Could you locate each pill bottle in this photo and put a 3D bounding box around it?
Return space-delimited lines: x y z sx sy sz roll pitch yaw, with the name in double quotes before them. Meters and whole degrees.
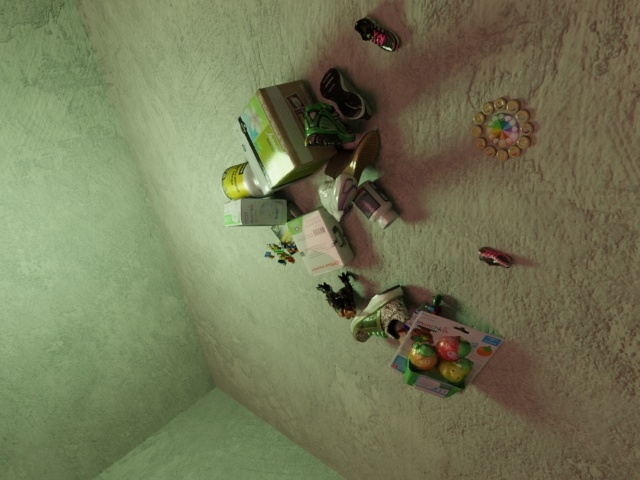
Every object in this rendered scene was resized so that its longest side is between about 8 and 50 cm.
"pill bottle" 0.210 -0.134 1.694 0.180 0.108 0.108 49 142 13
"pill bottle" -0.328 -0.289 2.126 0.333 0.187 0.188 -3 112 49

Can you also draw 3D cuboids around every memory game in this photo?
"memory game" 0.527 -0.322 1.289 0.186 0.012 0.186 27 132 34

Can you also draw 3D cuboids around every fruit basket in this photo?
"fruit basket" 0.469 0.447 1.687 0.326 0.166 0.353 20 131 0

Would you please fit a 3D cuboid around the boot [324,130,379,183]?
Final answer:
"boot" 0.109 -0.327 1.689 0.207 0.090 0.249 46 118 48

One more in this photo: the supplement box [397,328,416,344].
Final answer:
"supplement box" 0.383 0.439 1.945 0.062 0.036 0.099 -24 96 52

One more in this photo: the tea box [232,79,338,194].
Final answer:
"tea box" -0.153 -0.411 1.791 0.323 0.219 0.329 -29 87 56

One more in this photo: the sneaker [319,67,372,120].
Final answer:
"sneaker" 0.088 -0.515 1.582 0.100 0.107 0.272 -48 58 25

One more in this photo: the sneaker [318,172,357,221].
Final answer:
"sneaker" 0.049 -0.170 1.621 0.152 0.114 0.305 40 163 11

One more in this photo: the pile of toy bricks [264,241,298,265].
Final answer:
"pile of toy bricks" -0.176 0.075 2.200 0.212 0.118 0.105 0 154 38

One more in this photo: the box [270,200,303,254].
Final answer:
"box" -0.140 -0.057 2.180 0.183 0.056 0.231 52 142 8

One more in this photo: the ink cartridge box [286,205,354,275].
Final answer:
"ink cartridge box" 0.000 0.000 1.974 0.198 0.114 0.273 -19 100 34

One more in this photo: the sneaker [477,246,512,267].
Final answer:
"sneaker" 0.581 0.067 1.471 0.119 0.047 0.057 32 142 41

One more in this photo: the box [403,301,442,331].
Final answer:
"box" 0.429 0.344 1.800 0.126 0.072 0.137 44 141 19

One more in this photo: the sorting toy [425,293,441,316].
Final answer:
"sorting toy" 0.444 0.254 1.732 0.042 0.061 0.102 19 127 42

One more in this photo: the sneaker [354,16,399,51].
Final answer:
"sneaker" 0.174 -0.655 1.409 0.170 0.074 0.063 45 141 16

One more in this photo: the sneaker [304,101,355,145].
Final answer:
"sneaker" 0.039 -0.409 1.547 0.134 0.343 0.147 -2 101 17

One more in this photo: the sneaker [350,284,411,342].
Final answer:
"sneaker" 0.260 0.369 1.905 0.182 0.157 0.410 61 147 28

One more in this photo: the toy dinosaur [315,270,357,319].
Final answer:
"toy dinosaur" 0.109 0.276 2.039 0.321 0.164 0.219 -2 114 55

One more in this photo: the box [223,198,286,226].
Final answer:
"box" -0.319 -0.134 2.131 0.261 0.230 0.127 -1 91 60

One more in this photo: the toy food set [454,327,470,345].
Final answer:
"toy food set" 0.551 0.379 1.733 0.122 0.019 0.078 39 139 12
